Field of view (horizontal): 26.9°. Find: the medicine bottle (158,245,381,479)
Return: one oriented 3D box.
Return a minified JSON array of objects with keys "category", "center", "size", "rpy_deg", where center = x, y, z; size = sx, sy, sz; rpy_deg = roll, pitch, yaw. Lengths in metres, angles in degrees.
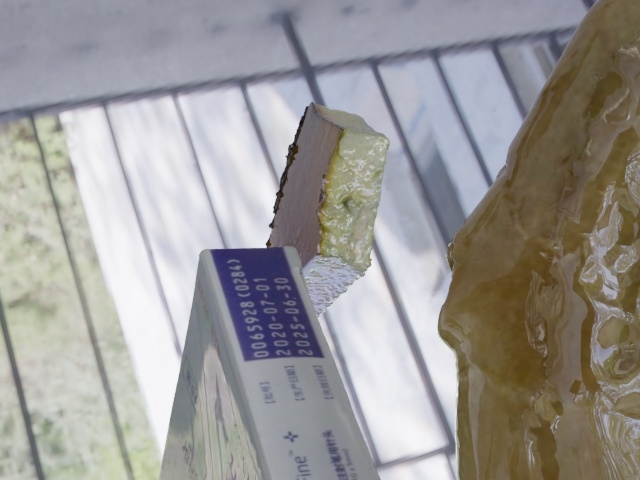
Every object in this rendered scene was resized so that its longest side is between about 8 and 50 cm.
[{"category":"medicine bottle","center":[-0.019,0.127,0.536],"size":[0.052,0.201,0.171],"rpy_deg":[0,128,-19]}]

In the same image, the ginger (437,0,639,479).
[{"category":"ginger","center":[0.158,-0.075,0.416],"size":[0.363,0.348,0.122],"rpy_deg":[-28,-178,15]}]

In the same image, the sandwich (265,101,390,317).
[{"category":"sandwich","center":[0.000,0.000,1.039],"size":[0.058,0.193,0.162],"rpy_deg":[12,-168,-14]}]
